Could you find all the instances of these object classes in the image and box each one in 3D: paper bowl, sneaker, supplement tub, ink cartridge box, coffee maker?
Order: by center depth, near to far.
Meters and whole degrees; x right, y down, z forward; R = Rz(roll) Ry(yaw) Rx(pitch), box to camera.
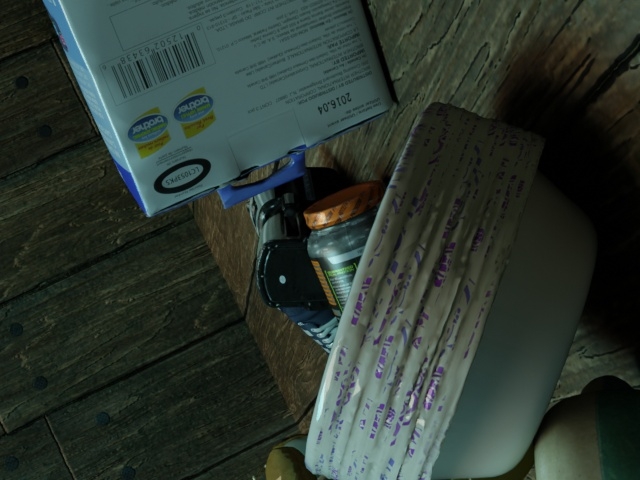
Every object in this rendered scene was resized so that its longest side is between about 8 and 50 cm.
[{"bbox_3d":[0.101,0.055,0.878,0.148,0.284,0.284,20,159,7],"label":"paper bowl"},{"bbox_3d":[-0.107,-0.206,1.164,0.395,0.270,0.151,70,170,-24],"label":"ink cartridge box"},{"bbox_3d":[0.059,0.038,1.332,0.190,0.117,0.117,67,169,-11],"label":"supplement tub"},{"bbox_3d":[0.000,0.000,1.480,0.178,0.171,0.120,-98,30,-58],"label":"coffee maker"},{"bbox_3d":[0.031,0.128,1.617,0.153,0.099,0.282,61,-173,27],"label":"sneaker"}]

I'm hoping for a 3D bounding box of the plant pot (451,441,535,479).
[{"bbox_3d":[0.175,0.215,1.269,0.081,0.083,0.081,69,168,-20],"label":"plant pot"}]

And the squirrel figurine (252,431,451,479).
[{"bbox_3d":[0.066,0.415,1.633,0.397,0.281,0.370,55,157,-11],"label":"squirrel figurine"}]

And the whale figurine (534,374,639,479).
[{"bbox_3d":[0.241,0.201,0.875,0.272,0.141,0.216,40,-137,-63],"label":"whale figurine"}]
